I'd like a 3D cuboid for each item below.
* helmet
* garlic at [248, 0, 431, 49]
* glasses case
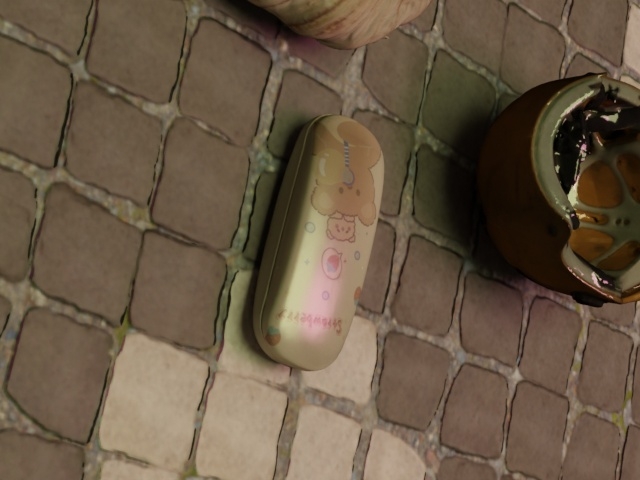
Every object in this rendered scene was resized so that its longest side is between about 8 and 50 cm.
[{"bbox_3d":[0.214,-0.043,1.319,0.224,0.130,0.198,35,66,-46],"label":"helmet"},{"bbox_3d":[0.048,-0.253,1.127,0.199,0.226,0.199,6,81,-37],"label":"garlic"},{"bbox_3d":[0.000,0.000,1.167,0.081,0.051,0.204,27,67,-39],"label":"glasses case"}]
